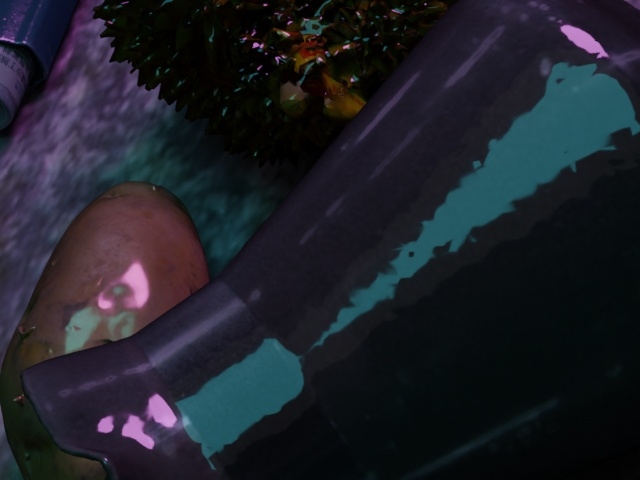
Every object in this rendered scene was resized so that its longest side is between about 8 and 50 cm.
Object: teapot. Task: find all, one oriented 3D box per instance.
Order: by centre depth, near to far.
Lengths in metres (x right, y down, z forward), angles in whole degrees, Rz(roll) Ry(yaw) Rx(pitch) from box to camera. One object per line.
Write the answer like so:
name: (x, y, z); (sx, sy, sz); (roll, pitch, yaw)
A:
teapot: (0.046, 0.054, 0.724); (0.344, 0.300, 0.253); (-34, 71, -8)

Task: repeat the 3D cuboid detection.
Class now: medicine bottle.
medicine bottle: (-0.273, -0.210, 1.210); (0.124, 0.079, 0.258); (-2, 53, 17)

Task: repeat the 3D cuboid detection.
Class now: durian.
durian: (-0.015, -0.172, 0.957); (0.258, 0.258, 0.293); (-47, 39, -17)

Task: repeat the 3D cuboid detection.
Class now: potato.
potato: (-0.136, 0.061, 0.882); (0.161, 0.128, 0.234); (-16, 52, 55)
